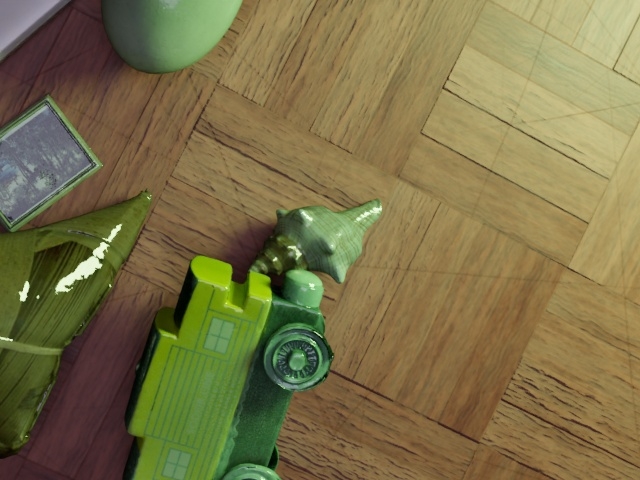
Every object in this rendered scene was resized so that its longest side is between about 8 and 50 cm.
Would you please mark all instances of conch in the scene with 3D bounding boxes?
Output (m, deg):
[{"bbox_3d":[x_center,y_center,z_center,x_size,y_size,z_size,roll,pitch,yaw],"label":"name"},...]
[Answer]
[{"bbox_3d":[-0.004,0.002,1.785,0.234,0.114,0.137,-15,67,-1],"label":"conch"}]

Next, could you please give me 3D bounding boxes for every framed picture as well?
[{"bbox_3d":[-0.453,-0.117,1.760,0.183,0.011,0.142,-37,99,-6],"label":"framed picture"}]

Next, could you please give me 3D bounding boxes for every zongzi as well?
[{"bbox_3d":[-0.535,0.006,1.612,0.500,0.218,0.467,38,72,-37],"label":"zongzi"}]

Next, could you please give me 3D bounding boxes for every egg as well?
[{"bbox_3d":[-0.216,-0.383,1.689,0.203,0.203,0.283,25,94,-11],"label":"egg"}]

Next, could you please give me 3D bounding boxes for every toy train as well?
[{"bbox_3d":[-0.151,0.233,1.733,0.272,0.179,0.442,17,103,-7],"label":"toy train"}]

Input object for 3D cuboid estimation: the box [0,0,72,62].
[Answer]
[{"bbox_3d":[-0.513,-0.342,1.721,0.285,0.044,0.142,-42,97,-5],"label":"box"}]
